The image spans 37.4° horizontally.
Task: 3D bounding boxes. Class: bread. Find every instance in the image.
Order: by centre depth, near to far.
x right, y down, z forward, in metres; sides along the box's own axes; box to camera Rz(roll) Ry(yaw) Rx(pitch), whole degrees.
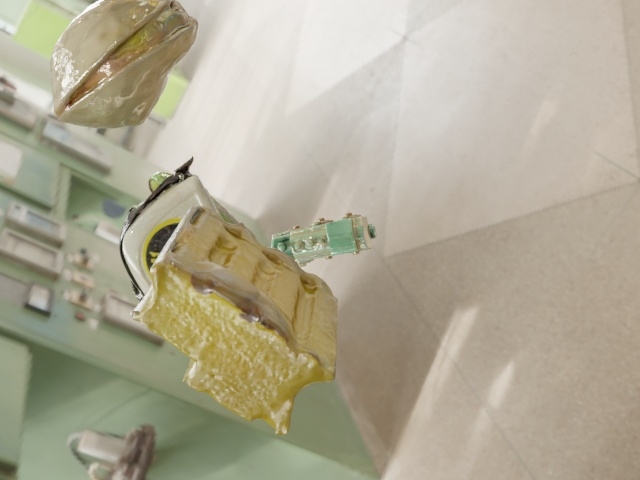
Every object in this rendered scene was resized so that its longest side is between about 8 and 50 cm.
[{"bbox_3d":[-0.273,-0.057,2.209,0.045,0.301,0.301,-53,18,-17],"label":"bread"}]

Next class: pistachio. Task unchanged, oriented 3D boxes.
[{"bbox_3d":[-0.470,-0.424,2.238,0.445,0.281,0.365,-29,17,40],"label":"pistachio"}]

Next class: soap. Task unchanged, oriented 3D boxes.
[{"bbox_3d":[-0.105,0.086,1.241,0.143,0.259,0.281,-51,8,17],"label":"soap"}]

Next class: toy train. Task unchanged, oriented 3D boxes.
[{"bbox_3d":[0.000,0.000,1.679,0.125,0.194,0.081,-9,-93,-77],"label":"toy train"}]

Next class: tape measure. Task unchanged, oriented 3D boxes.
[{"bbox_3d":[-0.302,-0.001,1.910,0.231,0.271,0.133,-26,11,-4],"label":"tape measure"}]
